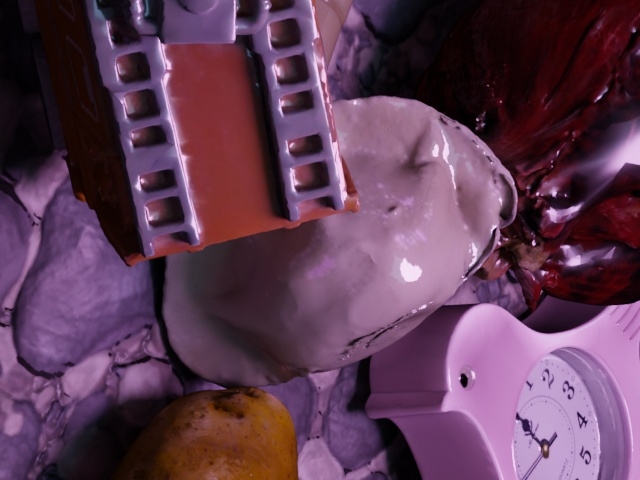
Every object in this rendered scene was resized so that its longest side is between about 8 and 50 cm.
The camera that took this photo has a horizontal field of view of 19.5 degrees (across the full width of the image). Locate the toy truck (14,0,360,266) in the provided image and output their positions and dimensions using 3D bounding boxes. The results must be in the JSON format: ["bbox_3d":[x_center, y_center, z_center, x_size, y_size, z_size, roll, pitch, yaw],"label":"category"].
[{"bbox_3d":[-0.086,-0.191,0.972,0.173,0.207,0.387,-14,113,-8],"label":"toy truck"}]

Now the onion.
[{"bbox_3d":[0.191,-0.066,1.355,0.281,0.221,0.281,-1,91,-60],"label":"onion"}]

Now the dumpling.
[{"bbox_3d":[0.000,0.000,1.192,0.247,0.142,0.172,-35,108,7],"label":"dumpling"}]

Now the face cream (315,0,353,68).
[{"bbox_3d":[0.008,-0.253,1.217,0.137,0.084,0.341,38,63,-48],"label":"face cream"}]

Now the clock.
[{"bbox_3d":[0.174,0.111,1.458,0.275,0.080,0.290,52,50,-28],"label":"clock"}]

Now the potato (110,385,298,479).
[{"bbox_3d":[-0.082,0.276,1.181,0.195,0.176,0.369,7,90,-22],"label":"potato"}]
